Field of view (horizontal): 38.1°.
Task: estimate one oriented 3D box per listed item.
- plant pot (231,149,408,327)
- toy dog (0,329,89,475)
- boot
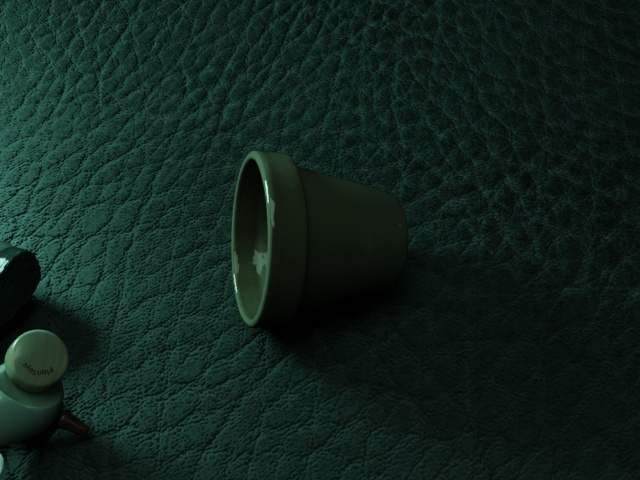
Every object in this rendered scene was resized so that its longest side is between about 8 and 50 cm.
[{"bbox_3d":[0.000,0.000,1.394,0.229,0.263,0.263,1,50,-18],"label":"plant pot"},{"bbox_3d":[-0.443,0.282,1.245,0.161,0.220,0.334,43,71,-4],"label":"toy dog"},{"bbox_3d":[-0.606,0.117,1.419,0.222,0.118,0.338,20,57,25],"label":"boot"}]
